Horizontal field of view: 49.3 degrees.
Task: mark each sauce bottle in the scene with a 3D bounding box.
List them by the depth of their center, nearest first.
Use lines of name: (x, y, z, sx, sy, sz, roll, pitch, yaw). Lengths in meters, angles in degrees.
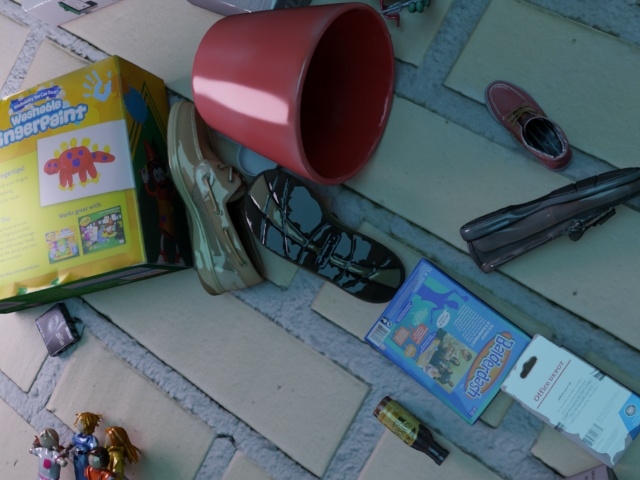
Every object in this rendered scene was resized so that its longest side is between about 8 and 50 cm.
sauce bottle: (0.141, 0.294, 1.074, 0.128, 0.042, 0.042, 35, 97, 21)

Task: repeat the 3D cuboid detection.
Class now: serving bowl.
serving bowl: (-0.102, -0.147, 1.218, 0.083, 0.027, 0.084, -4, 74, 14)

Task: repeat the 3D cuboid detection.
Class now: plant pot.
plant pot: (-0.051, -0.246, 1.105, 0.243, 0.275, 0.275, 18, 91, 32)

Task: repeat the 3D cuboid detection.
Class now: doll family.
doll family: (-0.410, 0.398, 1.253, 0.262, 0.118, 0.163, 2, 91, 39)

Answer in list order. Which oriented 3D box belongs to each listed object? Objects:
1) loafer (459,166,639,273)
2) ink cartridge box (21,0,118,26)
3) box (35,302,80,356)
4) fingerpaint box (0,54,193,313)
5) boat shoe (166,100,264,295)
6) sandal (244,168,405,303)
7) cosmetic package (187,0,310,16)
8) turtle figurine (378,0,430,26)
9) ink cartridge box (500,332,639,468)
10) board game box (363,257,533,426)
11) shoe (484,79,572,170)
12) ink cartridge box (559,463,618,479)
loafer: (0.340, -0.027, 1.014, 0.267, 0.096, 0.084, -20, 96, 27)
ink cartridge box: (-0.479, -0.540, 1.373, 0.219, 0.092, 0.160, -13, 79, 20)
box: (-0.509, 0.173, 1.349, 0.067, 0.018, 0.083, -35, 73, 15)
fingerpaint box: (-0.486, -0.085, 1.290, 0.444, 0.163, 0.372, -15, 80, 19)
boat shoe: (-0.174, -0.082, 1.202, 0.110, 0.121, 0.341, -14, 90, 15)
sandal: (0.000, 0.002, 1.143, 0.302, 0.086, 0.120, 37, 92, 6)
cosmetic package: (-0.140, -0.460, 1.232, 0.237, 0.107, 0.127, 27, 94, 24)
turtle figurine: (0.153, -0.441, 1.108, 0.234, 0.118, 0.175, -25, 86, 6)
ink cartridge box: (0.360, 0.220, 0.987, 0.180, 0.060, 0.104, 35, 98, 20)
board game box: (0.196, 0.152, 1.064, 0.210, 0.047, 0.160, 38, 98, 21)
shoe: (0.308, -0.181, 1.039, 0.063, 0.081, 0.178, -40, 72, 13)
ink cartridge box: (0.268, 0.518, 0.934, 0.394, 0.166, 0.286, -28, 75, 17)
